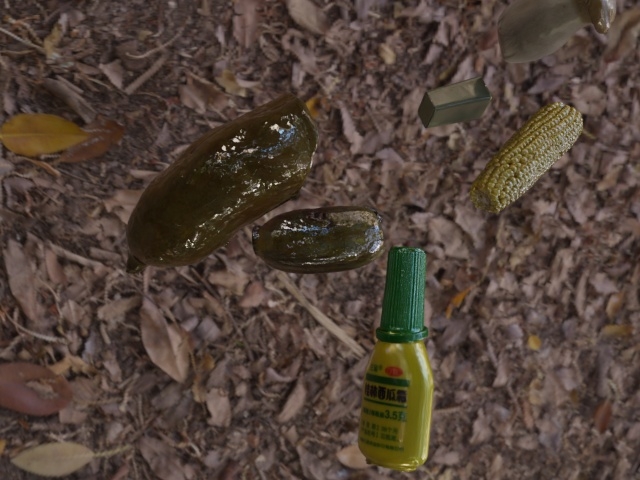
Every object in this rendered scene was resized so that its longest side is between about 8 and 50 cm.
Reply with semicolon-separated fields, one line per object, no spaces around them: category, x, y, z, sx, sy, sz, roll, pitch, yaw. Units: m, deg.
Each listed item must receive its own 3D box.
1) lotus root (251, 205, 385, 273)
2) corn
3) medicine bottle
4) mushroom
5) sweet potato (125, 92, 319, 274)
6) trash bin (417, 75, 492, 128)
lotus root;0.000;0.000;1.360;0.241;0.124;0.122;-8;82;-3
corn;0.394;-0.167;1.428;0.310;0.101;0.101;-40;121;-28
medicine bottle;0.111;0.161;1.068;0.076;0.111;0.308;10;84;-52
mushroom;0.319;-0.308;1.049;0.088;0.212;0.097;36;69;-16
sweet potato;-0.155;-0.065;1.070;0.370;0.157;0.158;-32;122;10
trash bin;0.196;-0.203;1.127;0.092;0.061;0.043;-14;67;-14
